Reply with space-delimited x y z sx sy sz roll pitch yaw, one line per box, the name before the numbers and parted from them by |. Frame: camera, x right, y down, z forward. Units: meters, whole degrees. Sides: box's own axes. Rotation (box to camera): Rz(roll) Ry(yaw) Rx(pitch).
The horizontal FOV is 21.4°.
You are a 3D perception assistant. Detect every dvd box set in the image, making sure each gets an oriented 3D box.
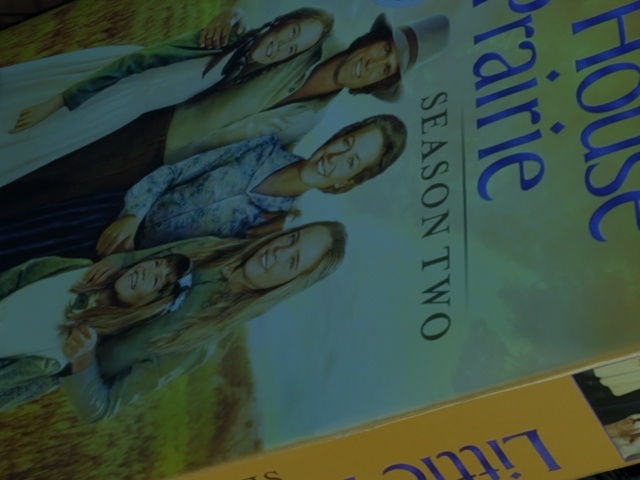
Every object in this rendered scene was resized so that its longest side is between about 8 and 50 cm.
dvd box set | -0.016 -0.017 0.665 0.420 0.308 0.062 -18 133 22

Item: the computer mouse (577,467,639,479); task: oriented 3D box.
computer mouse | 0.238 0.114 1.008 0.193 0.042 0.106 -25 128 35
